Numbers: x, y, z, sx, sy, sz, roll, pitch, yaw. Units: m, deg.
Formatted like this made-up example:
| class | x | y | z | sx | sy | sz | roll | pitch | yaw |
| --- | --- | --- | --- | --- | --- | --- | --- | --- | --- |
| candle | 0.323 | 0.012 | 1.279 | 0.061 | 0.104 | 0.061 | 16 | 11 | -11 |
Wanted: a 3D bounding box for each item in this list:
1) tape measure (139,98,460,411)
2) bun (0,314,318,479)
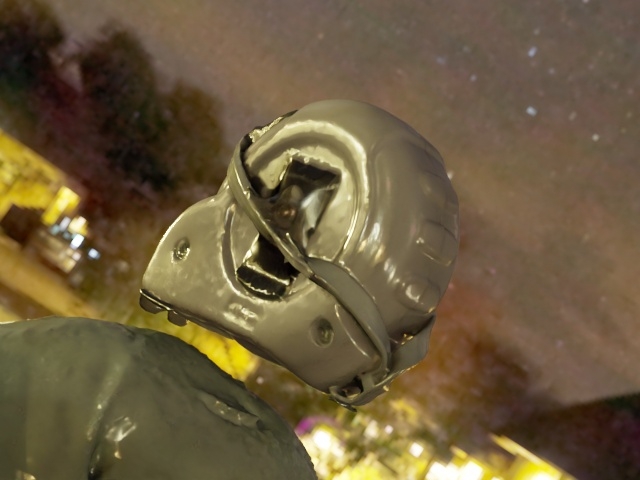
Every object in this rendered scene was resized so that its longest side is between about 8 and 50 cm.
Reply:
| class | x | y | z | sx | sy | sz | roll | pitch | yaw |
| --- | --- | --- | --- | --- | --- | --- | --- | --- | --- |
| tape measure | 0.000 | 0.000 | 0.876 | 0.236 | 0.197 | 0.120 | 22 | -5 | 44 |
| bun | -0.164 | 0.220 | 0.796 | 0.354 | 0.354 | 0.194 | 37 | 8 | -25 |
